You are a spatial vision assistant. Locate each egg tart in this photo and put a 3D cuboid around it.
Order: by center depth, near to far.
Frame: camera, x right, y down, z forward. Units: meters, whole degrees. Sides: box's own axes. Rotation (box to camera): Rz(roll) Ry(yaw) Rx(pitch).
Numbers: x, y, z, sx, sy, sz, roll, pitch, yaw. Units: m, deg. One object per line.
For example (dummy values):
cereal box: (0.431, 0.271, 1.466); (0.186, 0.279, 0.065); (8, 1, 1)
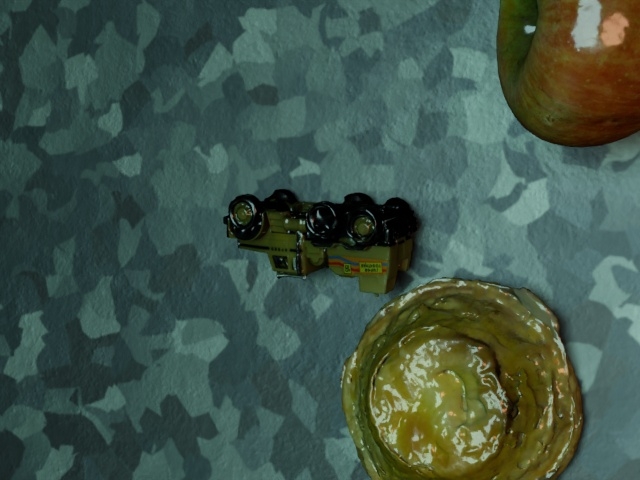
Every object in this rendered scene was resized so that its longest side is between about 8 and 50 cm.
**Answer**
egg tart: (0.167, 0.206, 1.570); (0.341, 0.129, 0.341); (-3, 83, 27)

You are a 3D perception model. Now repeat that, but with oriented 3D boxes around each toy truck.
toy truck: (-0.002, -0.005, 1.673); (0.257, 0.127, 0.127); (10, 105, 27)

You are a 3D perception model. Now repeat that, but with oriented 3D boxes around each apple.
apple: (0.350, -0.262, 1.440); (0.250, 0.277, 0.309); (4, 107, -13)
